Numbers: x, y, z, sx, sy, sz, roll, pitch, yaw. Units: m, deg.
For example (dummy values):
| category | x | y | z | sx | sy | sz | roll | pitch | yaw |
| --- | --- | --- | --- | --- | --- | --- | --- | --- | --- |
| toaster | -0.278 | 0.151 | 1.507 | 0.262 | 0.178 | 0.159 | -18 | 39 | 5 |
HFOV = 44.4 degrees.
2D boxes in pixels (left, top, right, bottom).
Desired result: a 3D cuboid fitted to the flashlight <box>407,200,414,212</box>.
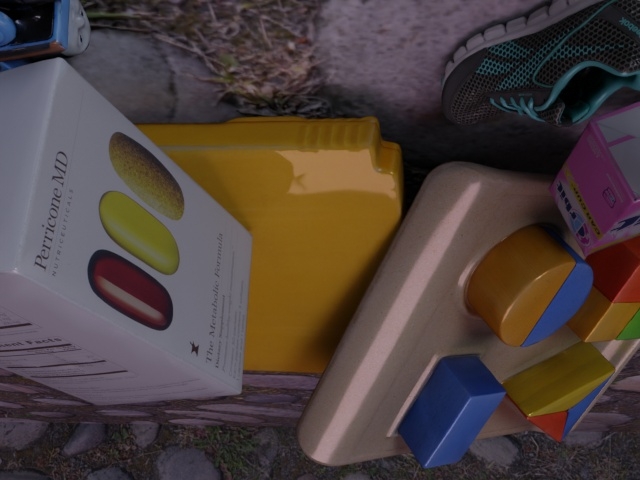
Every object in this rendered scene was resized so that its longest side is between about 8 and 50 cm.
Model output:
| category | x | y | z | sx | sy | sz | roll | pitch | yaw |
| --- | --- | --- | --- | --- | --- | --- | --- | --- | --- |
| flashlight | 0.000 | 0.000 | 0.758 | 0.304 | 0.103 | 0.103 | 4 | -175 | 6 |

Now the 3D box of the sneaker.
| category | x | y | z | sx | sy | sz | roll | pitch | yaw |
| --- | --- | --- | --- | --- | --- | --- | --- | --- | --- |
| sneaker | 0.138 | -0.102 | 0.496 | 0.065 | 0.076 | 0.166 | 16 | 155 | -30 |

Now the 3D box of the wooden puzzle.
| category | x | y | z | sx | sy | sz | roll | pitch | yaw |
| --- | --- | --- | --- | --- | --- | --- | --- | --- | --- |
| wooden puzzle | 0.188 | 0.092 | 0.708 | 0.347 | 0.080 | 0.322 | 5 | 125 | -32 |

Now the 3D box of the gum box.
| category | x | y | z | sx | sy | sz | roll | pitch | yaw |
| --- | --- | --- | --- | --- | --- | --- | --- | --- | --- |
| gum box | 0.265 | -0.063 | 0.533 | 0.188 | 0.062 | 0.107 | -20 | 161 | -4 |

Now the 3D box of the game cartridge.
| category | x | y | z | sx | sy | sz | roll | pitch | yaw |
| --- | --- | --- | --- | --- | --- | --- | --- | --- | --- |
| game cartridge | -0.080 | 0.015 | 0.699 | 0.323 | 0.053 | 0.285 | 0 | 135 | 11 |

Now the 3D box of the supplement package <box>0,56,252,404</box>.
| category | x | y | z | sx | sy | sz | roll | pitch | yaw |
| --- | --- | --- | --- | --- | --- | --- | --- | --- | --- |
| supplement package | -0.161 | 0.014 | 0.527 | 0.133 | 0.139 | 0.244 | -9 | 153 | 20 |

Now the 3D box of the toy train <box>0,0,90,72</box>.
| category | x | y | z | sx | sy | sz | roll | pitch | yaw |
| --- | --- | --- | --- | --- | --- | --- | --- | --- | --- |
| toy train | -0.223 | -0.129 | 0.462 | 0.184 | 0.080 | 0.105 | -6 | 167 | 14 |
